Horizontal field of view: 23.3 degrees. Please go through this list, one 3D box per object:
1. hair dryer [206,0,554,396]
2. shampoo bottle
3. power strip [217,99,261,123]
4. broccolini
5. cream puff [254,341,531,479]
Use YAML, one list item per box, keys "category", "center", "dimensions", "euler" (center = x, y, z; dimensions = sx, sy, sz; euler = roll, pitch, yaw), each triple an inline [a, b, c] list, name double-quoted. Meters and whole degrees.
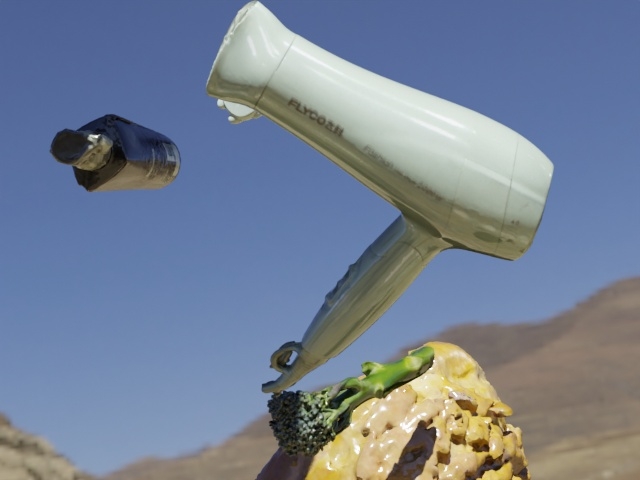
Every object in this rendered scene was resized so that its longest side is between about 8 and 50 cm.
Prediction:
- category: "hair dryer"
  center: [0.000, 0.000, 0.925]
  dimensions: [0.206, 0.075, 0.237]
  euler: [27, -59, -3]
- category: "shampoo bottle"
  center: [-0.182, -0.078, 1.394]
  dimensions: [0.063, 0.057, 0.208]
  euler: [-25, -6, 13]
- category: "power strip"
  center: [-0.070, -0.161, 1.677]
  dimensions: [0.083, 0.055, 0.035]
  euler: [-38, -14, 6]
- category: "broccolini"
  center: [0.033, 0.134, 1.309]
  dimensions: [0.067, 0.058, 0.216]
  euler: [4, 10, 32]
- category: "cream puff"
  center: [0.079, 0.278, 1.542]
  dimensions: [0.343, 0.231, 0.327]
  euler: [-40, -23, -24]
